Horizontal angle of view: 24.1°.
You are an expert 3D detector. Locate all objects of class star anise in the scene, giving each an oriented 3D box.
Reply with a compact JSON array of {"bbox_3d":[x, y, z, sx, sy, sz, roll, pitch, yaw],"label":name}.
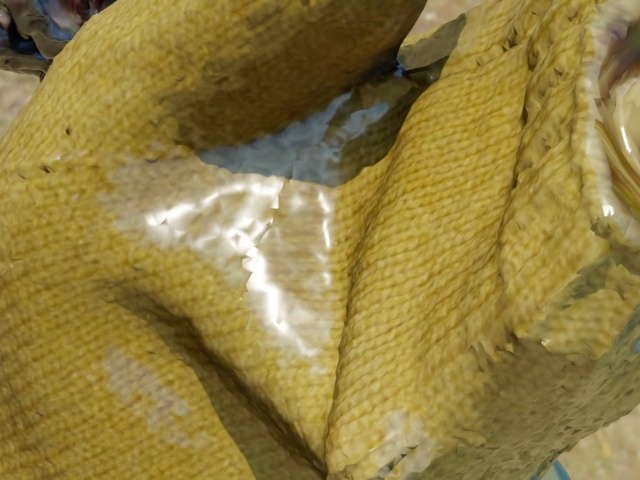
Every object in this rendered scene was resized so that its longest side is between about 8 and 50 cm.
[{"bbox_3d":[-0.136,-0.131,0.938,0.223,0.236,0.109,21,79,-88],"label":"star anise"}]

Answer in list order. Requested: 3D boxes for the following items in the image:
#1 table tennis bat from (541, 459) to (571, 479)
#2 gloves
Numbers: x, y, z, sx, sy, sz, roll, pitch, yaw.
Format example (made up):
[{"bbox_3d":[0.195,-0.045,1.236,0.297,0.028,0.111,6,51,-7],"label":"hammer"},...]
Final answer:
[{"bbox_3d":[0.078,0.278,0.973,0.369,0.054,0.224,-38,118,-43],"label":"table tennis bat"},{"bbox_3d":[0.004,0.001,0.470,0.155,0.356,0.203,-10,77,-46],"label":"gloves"}]
